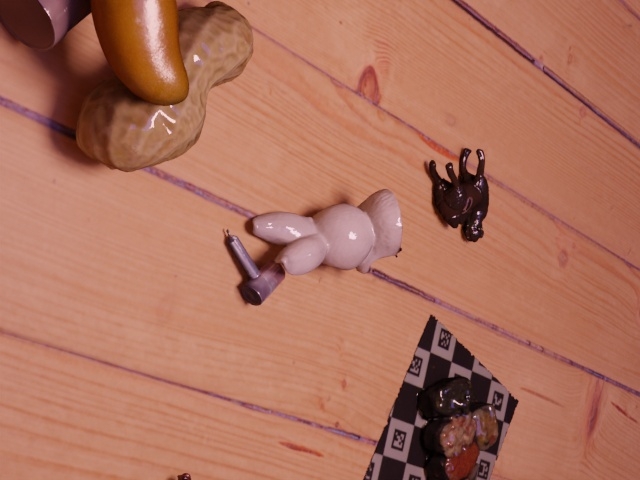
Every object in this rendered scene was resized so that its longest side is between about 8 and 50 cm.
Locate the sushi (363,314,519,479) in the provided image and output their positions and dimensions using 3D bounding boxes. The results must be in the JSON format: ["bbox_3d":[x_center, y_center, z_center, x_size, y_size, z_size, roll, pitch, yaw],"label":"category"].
[{"bbox_3d":[0.233,0.342,1.928,0.320,0.068,0.339,46,59,-37],"label":"sushi"}]

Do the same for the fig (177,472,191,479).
[{"bbox_3d":[-0.203,0.390,1.451,0.133,0.127,0.185,30,21,-10],"label":"fig"}]

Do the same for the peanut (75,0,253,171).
[{"bbox_3d":[-0.183,-0.194,1.436,0.136,0.120,0.298,53,55,-28],"label":"peanut"}]

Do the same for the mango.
[{"bbox_3d":[-0.205,-0.238,1.310,0.102,0.085,0.184,-28,115,-33],"label":"mango"}]

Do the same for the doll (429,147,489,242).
[{"bbox_3d":[0.243,-0.071,1.945,0.139,0.057,0.165,-28,115,-46],"label":"doll"}]

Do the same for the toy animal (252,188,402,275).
[{"bbox_3d":[0.003,0.001,1.669,0.220,0.131,0.104,-12,71,-22],"label":"toy animal"}]

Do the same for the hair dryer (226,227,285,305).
[{"bbox_3d":[-0.098,0.027,1.598,0.063,0.037,0.114,-48,116,-37],"label":"hair dryer"}]

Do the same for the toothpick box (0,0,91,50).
[{"bbox_3d":[-0.295,-0.300,1.331,0.149,0.098,0.098,-51,125,-33],"label":"toothpick box"}]
